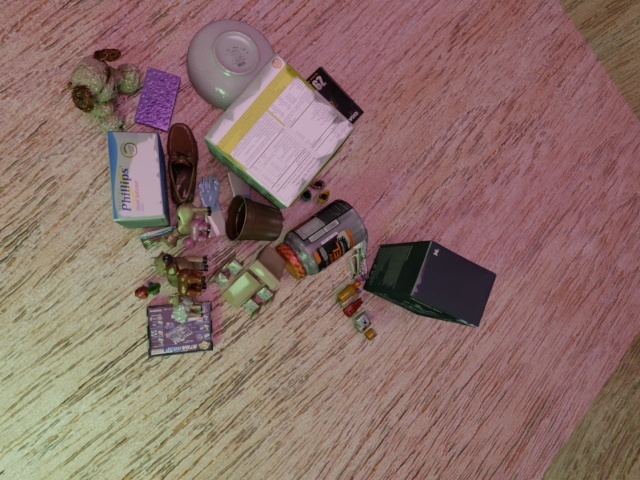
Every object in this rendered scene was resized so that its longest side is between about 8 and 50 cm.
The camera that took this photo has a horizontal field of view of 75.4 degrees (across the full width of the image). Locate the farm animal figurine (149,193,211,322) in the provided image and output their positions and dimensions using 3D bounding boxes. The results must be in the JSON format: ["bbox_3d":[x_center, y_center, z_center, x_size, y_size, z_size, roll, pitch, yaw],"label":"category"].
[{"bbox_3d":[-0.462,0.063,1.362,0.172,0.326,0.330,5,52,-11],"label":"farm animal figurine"}]

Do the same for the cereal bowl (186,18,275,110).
[{"bbox_3d":[-0.318,-0.662,1.528,0.339,0.141,0.338,1,85,-18],"label":"cereal bowl"}]

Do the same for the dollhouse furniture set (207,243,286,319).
[{"bbox_3d":[-0.247,0.148,1.443,0.242,0.161,0.212,-42,102,16],"label":"dollhouse furniture set"}]

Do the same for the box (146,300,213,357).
[{"bbox_3d":[-0.493,0.310,1.458,0.220,0.051,0.175,-3,87,-18],"label":"box"}]

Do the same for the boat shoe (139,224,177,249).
[{"bbox_3d":[-0.537,-0.015,1.462,0.183,0.066,0.066,-15,96,-8],"label":"boat shoe"}]

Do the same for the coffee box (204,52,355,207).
[{"bbox_3d":[-0.145,-0.335,1.399,0.334,0.337,0.338,40,86,-11],"label":"coffee box"}]

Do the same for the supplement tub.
[{"bbox_3d":[0.000,0.000,1.563,0.316,0.193,0.193,-35,98,-16],"label":"supplement tub"}]

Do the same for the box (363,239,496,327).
[{"bbox_3d":[0.397,0.159,1.576,0.294,0.395,0.211,26,79,-14],"label":"box"}]

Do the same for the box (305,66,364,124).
[{"bbox_3d":[-0.020,-0.487,1.647,0.257,0.079,0.322,44,75,-9],"label":"box"}]

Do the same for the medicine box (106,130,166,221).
[{"bbox_3d":[-0.577,-0.182,1.335,0.149,0.289,0.263,-5,88,-18],"label":"medicine box"}]

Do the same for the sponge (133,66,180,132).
[{"bbox_3d":[-0.584,-0.506,1.488,0.117,0.031,0.210,13,83,-17],"label":"sponge"}]

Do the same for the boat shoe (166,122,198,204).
[{"bbox_3d":[-0.484,-0.276,1.468,0.111,0.104,0.307,-6,88,-18],"label":"boat shoe"}]

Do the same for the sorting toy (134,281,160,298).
[{"bbox_3d":[-0.589,0.178,1.432,0.102,0.061,0.042,-9,123,15],"label":"sorting toy"}]

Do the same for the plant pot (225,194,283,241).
[{"bbox_3d":[-0.235,-0.070,1.499,0.165,0.167,0.166,8,84,-36],"label":"plant pot"}]

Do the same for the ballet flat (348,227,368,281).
[{"bbox_3d":[0.153,0.056,1.675,0.079,0.077,0.221,-1,91,-14],"label":"ballet flat"}]

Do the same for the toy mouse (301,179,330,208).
[{"bbox_3d":[-0.027,-0.193,1.636,0.143,0.031,0.161,21,59,17],"label":"toy mouse"}]

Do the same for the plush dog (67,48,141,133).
[{"bbox_3d":[-0.726,-0.509,1.339,0.211,0.225,0.262,20,81,-16],"label":"plush dog"}]

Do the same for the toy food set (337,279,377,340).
[{"bbox_3d":[0.161,0.273,1.640,0.104,0.111,0.232,-38,96,-16],"label":"toy food set"}]

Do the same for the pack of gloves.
[{"bbox_3d":[-0.350,-0.138,1.547,0.195,0.046,0.232,-11,93,-30],"label":"pack of gloves"}]
